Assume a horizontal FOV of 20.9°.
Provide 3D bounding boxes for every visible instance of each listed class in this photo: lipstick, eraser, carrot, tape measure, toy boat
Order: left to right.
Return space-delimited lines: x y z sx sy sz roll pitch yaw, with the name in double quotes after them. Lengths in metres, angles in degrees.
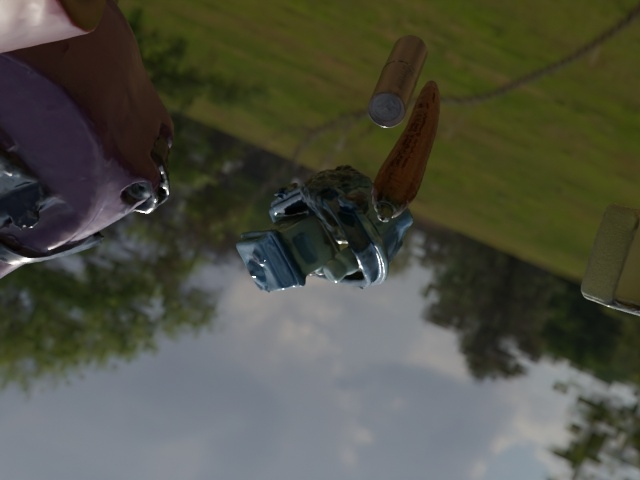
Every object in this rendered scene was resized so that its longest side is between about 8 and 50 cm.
-0.228 -0.079 1.193 0.245 0.231 0.149 46 -142 -29 "tape measure"
0.000 0.000 1.503 0.109 0.098 0.238 64 160 -8 "toy boat"
0.037 -0.077 0.823 0.019 0.019 0.094 23 -155 -1 "lipstick"
0.069 -0.069 1.323 0.035 0.142 0.035 18 150 11 "carrot"
0.386 0.032 2.025 0.172 0.117 0.058 16 -179 -43 "eraser"

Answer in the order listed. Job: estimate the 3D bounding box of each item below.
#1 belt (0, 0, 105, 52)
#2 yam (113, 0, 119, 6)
-0.145 -0.178 0.571 0.115 0.227 0.324 -11 -153 0 "belt"
-0.309 -0.186 1.748 0.083 0.083 0.371 24 -143 7 "yam"
